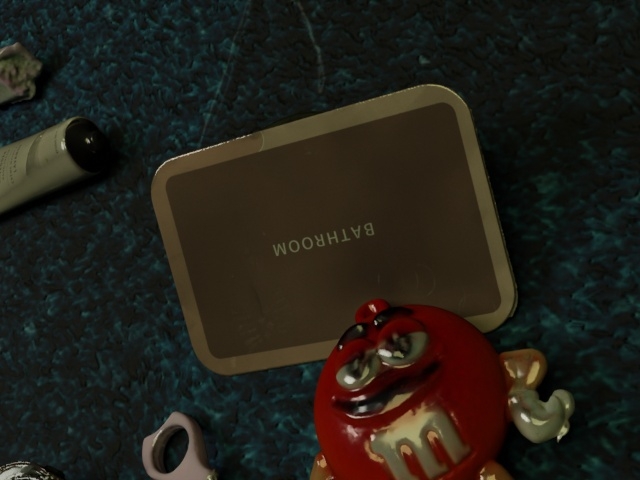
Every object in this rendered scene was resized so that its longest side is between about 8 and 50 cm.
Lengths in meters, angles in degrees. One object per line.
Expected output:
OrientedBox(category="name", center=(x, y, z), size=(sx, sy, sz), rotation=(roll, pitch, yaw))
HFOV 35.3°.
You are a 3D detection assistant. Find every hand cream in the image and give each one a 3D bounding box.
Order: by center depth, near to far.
OrientedBox(category="hand cream", center=(-0.270, -0.068, 0.943), size=(0.186, 0.054, 0.087), rotation=(-17, 59, 32))

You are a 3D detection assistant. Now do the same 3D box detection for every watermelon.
OrientedBox(category="watermelon", center=(-0.018, -0.056, 0.769), size=(0.110, 0.078, 0.078), rotation=(-17, 63, 26))

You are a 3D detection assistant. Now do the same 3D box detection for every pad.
OrientedBox(category="pad", center=(0.000, 0.000, 0.727), size=(0.266, 0.002, 0.176), rotation=(-13, 94, 26))

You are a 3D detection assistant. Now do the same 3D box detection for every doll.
OrientedBox(category="doll", center=(0.070, 0.122, 0.638), size=(0.183, 0.085, 0.217), rotation=(-19, 60, 12))

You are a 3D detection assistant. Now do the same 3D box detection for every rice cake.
OrientedBox(category="rice cake", center=(-0.398, -0.156, 1.049), size=(0.269, 0.055, 0.049), rotation=(-7, 63, 31))

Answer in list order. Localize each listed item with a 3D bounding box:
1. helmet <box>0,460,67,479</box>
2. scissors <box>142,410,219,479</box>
OrientedBox(category="helmet", center=(-0.211, 0.229, 0.772), size=(0.123, 0.070, 0.098), rotation=(26, 79, 43))
OrientedBox(category="scissors", center=(-0.070, 0.183, 0.710), size=(0.212, 0.021, 0.110), rotation=(0, 68, 45))
